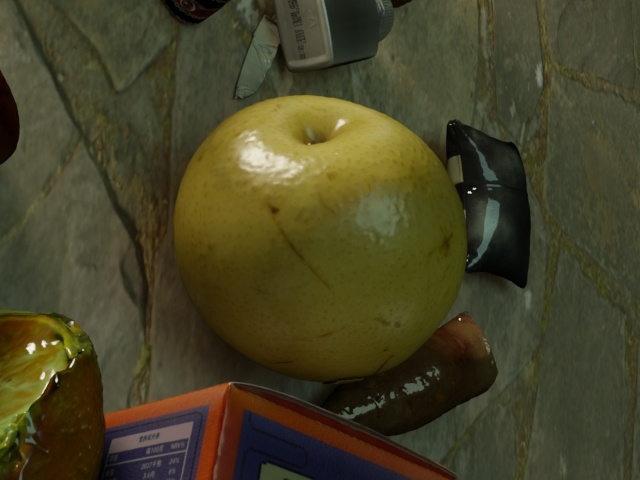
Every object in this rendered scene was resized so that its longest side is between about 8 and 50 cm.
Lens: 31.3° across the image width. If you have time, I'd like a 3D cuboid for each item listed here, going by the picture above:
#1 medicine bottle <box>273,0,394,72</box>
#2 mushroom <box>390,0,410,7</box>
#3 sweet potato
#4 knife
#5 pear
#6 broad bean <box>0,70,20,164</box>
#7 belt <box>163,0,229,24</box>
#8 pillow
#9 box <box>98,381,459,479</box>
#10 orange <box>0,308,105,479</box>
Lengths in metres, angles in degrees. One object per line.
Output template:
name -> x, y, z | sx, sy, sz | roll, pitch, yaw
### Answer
medicine bottle -> 0.024, -0.317, 1.641 | 0.188, 0.088, 0.132 | -23, 103, -54
mushroom -> 0.115, -0.514, 1.738 | 0.263, 0.195, 0.283 | -28, 94, -59
sweet potato -> 0.111, 0.194, 1.530 | 0.336, 0.131, 0.131 | -16, 88, -48
knife -> -0.065, -0.300, 1.613 | 0.047, 0.017, 0.298 | 39, 54, -26
pear -> 0.000, 0.000, 1.341 | 0.348, 0.348, 0.348 | 18, 64, -40
broad bean -> -0.379, -0.152, 1.198 | 0.114, 0.084, 0.165 | -23, 99, -31
belt -> -0.185, -0.464, 1.495 | 0.126, 0.094, 0.359 | -9, 83, -48
pillow -> 0.267, -0.055, 1.797 | 0.186, 0.106, 0.250 | 12, 69, -50
box -> -0.098, 0.316, 1.115 | 0.318, 0.348, 0.257 | 27, 58, -35
orange -> -0.322, 0.208, 1.002 | 0.196, 0.262, 0.335 | 69, 28, -54
